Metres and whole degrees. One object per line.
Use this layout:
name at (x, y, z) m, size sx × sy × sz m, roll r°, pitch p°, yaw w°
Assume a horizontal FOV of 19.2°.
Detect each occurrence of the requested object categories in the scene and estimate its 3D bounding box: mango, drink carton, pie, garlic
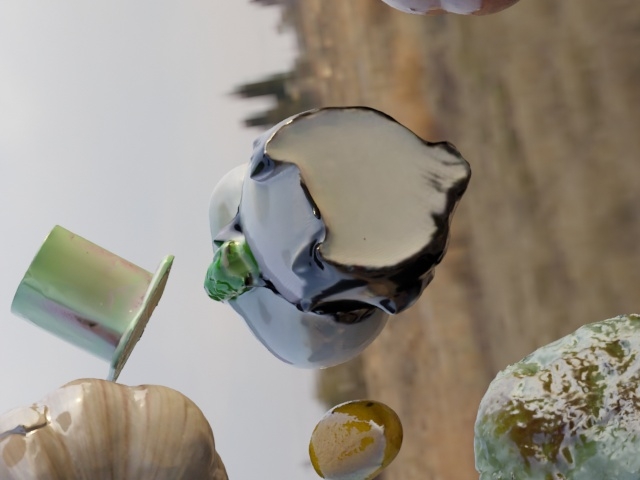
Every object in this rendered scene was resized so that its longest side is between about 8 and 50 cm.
mango at (0.033, 0.182, 1.706) m, size 0.114 × 0.057 × 0.079 m, roll -20°, pitch 57°, yaw 53°
drink carton at (-0.261, 0.066, 2.111) m, size 0.144 × 0.142 × 0.146 m, roll -64°, pitch 2°, yaw -25°
pie at (0.278, 0.172, 1.785) m, size 0.105 × 0.274 × 0.257 m, roll 59°, pitch -143°, yaw -44°
garlic at (-0.238, 0.290, 1.973) m, size 0.241 × 0.322 × 0.322 m, roll 10°, pitch 113°, yaw 56°

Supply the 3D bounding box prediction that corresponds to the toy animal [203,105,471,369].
toy animal at (-0.008, 0.003, 1.743) m, size 0.267 × 0.213 × 0.212 m, roll -48°, pitch 43°, yaw 51°

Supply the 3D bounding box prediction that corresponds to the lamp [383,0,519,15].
lamp at (0.140, -0.339, 1.828) m, size 0.239 × 0.305 × 0.305 m, roll 70°, pitch -170°, yaw -52°
